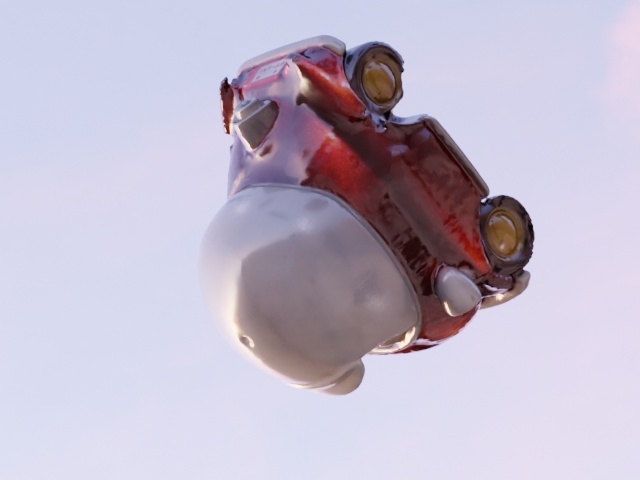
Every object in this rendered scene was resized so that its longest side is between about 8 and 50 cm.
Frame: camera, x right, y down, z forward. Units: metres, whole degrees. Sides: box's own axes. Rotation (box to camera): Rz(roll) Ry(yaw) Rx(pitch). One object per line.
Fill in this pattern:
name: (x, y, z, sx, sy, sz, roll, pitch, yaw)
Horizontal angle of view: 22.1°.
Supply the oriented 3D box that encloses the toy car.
toy car: (0.000, 0.000, 0.645, 0.112, 0.139, 0.112, -12, 28, 50)
